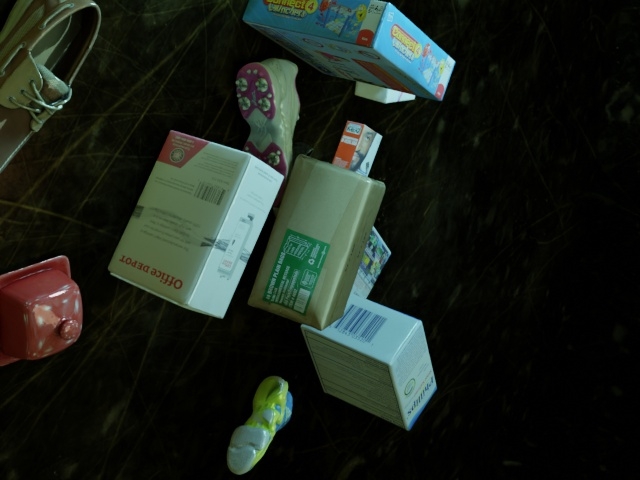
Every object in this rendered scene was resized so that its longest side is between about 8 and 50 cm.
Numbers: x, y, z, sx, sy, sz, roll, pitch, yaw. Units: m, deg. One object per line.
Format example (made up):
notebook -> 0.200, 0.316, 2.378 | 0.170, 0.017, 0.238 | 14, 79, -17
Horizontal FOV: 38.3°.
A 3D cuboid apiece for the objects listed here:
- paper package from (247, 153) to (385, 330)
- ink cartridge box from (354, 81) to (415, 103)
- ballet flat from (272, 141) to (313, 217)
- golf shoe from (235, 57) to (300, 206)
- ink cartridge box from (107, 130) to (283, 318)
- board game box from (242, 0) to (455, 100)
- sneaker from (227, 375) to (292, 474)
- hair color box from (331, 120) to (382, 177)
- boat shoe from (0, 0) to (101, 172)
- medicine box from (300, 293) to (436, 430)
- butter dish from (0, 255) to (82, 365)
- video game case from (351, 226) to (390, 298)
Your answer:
paper package -> 0.000, 0.000, 1.934 | 0.309, 0.168, 0.324 | -4, 114, -80
ink cartridge box -> 0.149, -0.371, 2.121 | 0.143, 0.092, 0.089 | -18, 122, -50
ballet flat -> -0.063, -0.127, 1.971 | 0.057, 0.049, 0.173 | 9, 99, -59
golf shoe -> -0.085, -0.216, 1.837 | 0.140, 0.115, 0.306 | -37, 136, -46
ink cartridge box -> -0.222, -0.030, 1.635 | 0.117, 0.207, 0.283 | 31, 81, -56
board game box -> 0.061, -0.384, 1.783 | 0.308, 0.302, 0.086 | 19, 90, -58
sneaker -> -0.125, 0.440, 2.143 | 0.240, 0.091, 0.126 | -62, 148, -15
hair color box -> 0.076, -0.183, 2.149 | 0.093, 0.053, 0.167 | 21, 87, -57
boat shoe -> -0.421, -0.225, 1.315 | 0.123, 0.116, 0.324 | 36, 76, -57
medicine box -> 0.123, 0.292, 2.274 | 0.149, 0.264, 0.289 | -50, 143, -29
butter dish -> -0.436, 0.126, 1.479 | 0.160, 0.118, 0.160 | -23, 125, -49
video game case -> 0.100, 0.058, 2.343 | 0.183, 0.023, 0.201 | -60, 146, -16
